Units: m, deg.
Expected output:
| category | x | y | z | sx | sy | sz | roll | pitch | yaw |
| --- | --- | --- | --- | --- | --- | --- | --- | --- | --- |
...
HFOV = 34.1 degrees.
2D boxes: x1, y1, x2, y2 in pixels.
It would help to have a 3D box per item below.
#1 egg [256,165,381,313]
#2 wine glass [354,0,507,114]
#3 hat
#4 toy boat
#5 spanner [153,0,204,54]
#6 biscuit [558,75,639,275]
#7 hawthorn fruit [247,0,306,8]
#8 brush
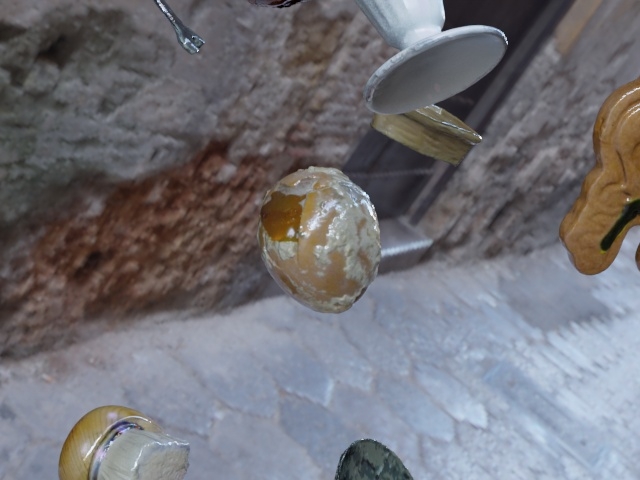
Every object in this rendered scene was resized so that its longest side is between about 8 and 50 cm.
| category | x | y | z | sx | sy | sz | roll | pitch | yaw |
| --- | --- | --- | --- | --- | --- | --- | --- | --- | --- |
| egg | 0.000 | 0.000 | 1.618 | 0.195 | 0.195 | 0.233 | 0 | 82 | -63 |
| wine glass | 0.065 | -0.223 | 0.886 | 0.165 | 0.165 | 0.196 | 4 | 59 | -60 |
| hat | 0.043 | 0.380 | 1.283 | 0.265 | 0.128 | 0.265 | 50 | 25 | -34 |
| toy boat | 0.143 | -0.172 | 1.548 | 0.188 | 0.061 | 0.116 | 14 | 23 | -45 |
| spanner | -0.249 | -0.367 | 1.499 | 0.254 | 0.015 | 0.054 | 53 | 26 | 5 |
| biscuit | 0.412 | -0.102 | 1.239 | 0.202 | 0.333 | 0.047 | 9 | 20 | -18 |
| hawthorn fruit | -0.053 | -0.333 | 1.154 | 0.181 | 0.181 | 0.235 | 28 | 51 | -23 |
| brush | -0.305 | 0.381 | 1.785 | 0.166 | 0.174 | 0.267 | 16 | 1 | 26 |
